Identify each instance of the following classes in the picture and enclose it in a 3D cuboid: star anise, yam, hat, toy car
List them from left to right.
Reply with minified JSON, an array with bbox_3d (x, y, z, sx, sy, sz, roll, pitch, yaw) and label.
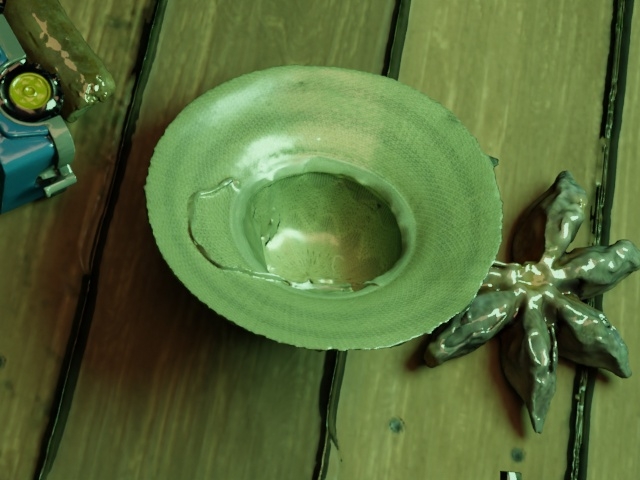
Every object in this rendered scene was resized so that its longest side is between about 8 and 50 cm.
[{"bbox_3d":[-0.245,-0.104,0.964,0.100,0.097,0.191,-26,78,-23],"label":"toy car"},{"bbox_3d":[-0.228,-0.190,1.030,0.057,0.057,0.241,-30,78,-24],"label":"yam"},{"bbox_3d":[0.000,0.000,0.988,0.252,0.110,0.252,5,52,-6],"label":"hat"},{"bbox_3d":[0.166,0.045,1.047,0.208,0.063,0.171,-24,79,-23],"label":"star anise"}]

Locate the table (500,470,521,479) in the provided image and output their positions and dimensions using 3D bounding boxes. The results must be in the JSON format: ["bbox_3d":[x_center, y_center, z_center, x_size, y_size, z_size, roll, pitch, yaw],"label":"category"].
[{"bbox_3d":[-0.062,0.284,0.801,0.335,0.222,0.272,2,70,-16],"label":"table"}]
